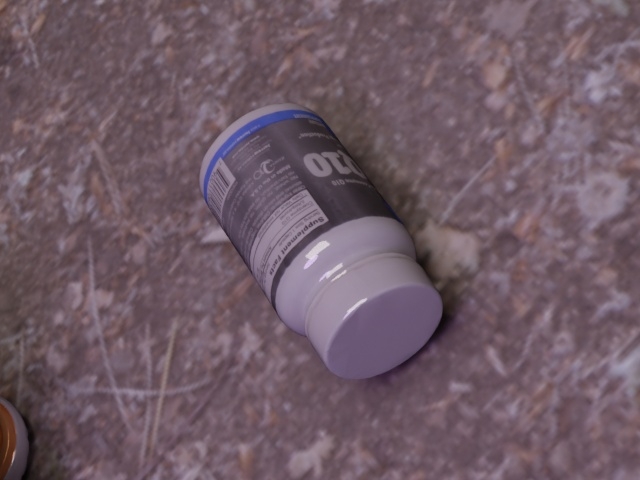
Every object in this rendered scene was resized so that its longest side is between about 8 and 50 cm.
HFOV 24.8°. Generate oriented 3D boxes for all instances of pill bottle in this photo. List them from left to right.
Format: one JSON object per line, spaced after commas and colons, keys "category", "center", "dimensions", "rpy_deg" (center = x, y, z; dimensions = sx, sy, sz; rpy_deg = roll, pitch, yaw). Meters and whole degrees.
{"category": "pill bottle", "center": [0.000, 0.000, 0.737], "dimensions": [0.078, 0.078, 0.137], "rpy_deg": [-42, 53, 9]}

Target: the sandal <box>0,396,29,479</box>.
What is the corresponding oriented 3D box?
{"category": "sandal", "center": [-0.274, 0.187, 0.823], "dimensions": [0.102, 0.076, 0.265], "rpy_deg": [36, 90, 39]}
